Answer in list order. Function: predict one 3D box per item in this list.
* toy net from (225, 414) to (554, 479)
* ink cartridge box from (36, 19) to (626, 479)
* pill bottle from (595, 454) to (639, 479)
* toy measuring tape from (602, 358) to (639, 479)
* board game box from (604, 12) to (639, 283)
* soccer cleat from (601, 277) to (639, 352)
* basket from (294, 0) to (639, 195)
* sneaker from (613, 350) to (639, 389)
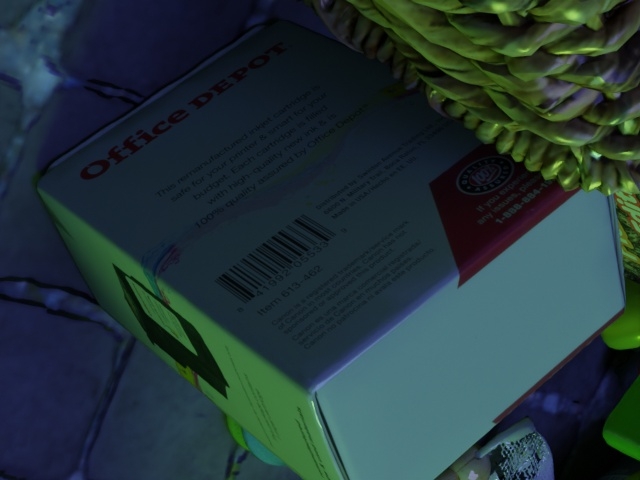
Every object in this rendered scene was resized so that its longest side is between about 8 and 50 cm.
[{"bbox_3d":[0.058,0.086,0.641,0.232,0.045,0.122,36,84,-45],"label":"toy net"},{"bbox_3d":[0.000,0.000,0.461,0.127,0.175,0.072,-37,132,-20],"label":"ink cartridge box"},{"bbox_3d":[0.270,0.171,0.759,0.318,0.176,0.176,-33,127,-23],"label":"pill bottle"},{"bbox_3d":[0.251,0.025,0.620,0.330,0.121,0.121,-51,133,-12],"label":"toy measuring tape"},{"bbox_3d":[0.228,-0.081,0.528,0.232,0.291,0.141,-51,131,-10],"label":"board game box"},{"bbox_3d":[0.253,-0.042,0.727,0.289,0.093,0.121,-34,98,-17],"label":"soccer cleat"},{"bbox_3d":[0.077,-0.202,0.405,0.299,0.213,0.223,-49,135,-11],"label":"basket"},{"bbox_3d":[0.200,0.078,0.764,0.035,0.031,0.083,-37,144,18],"label":"sneaker"}]
